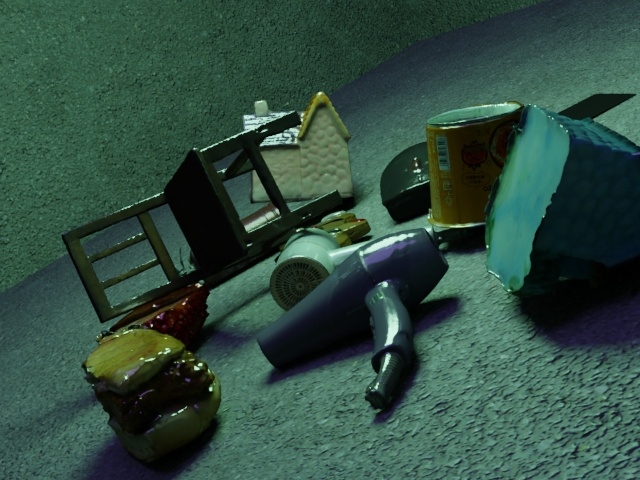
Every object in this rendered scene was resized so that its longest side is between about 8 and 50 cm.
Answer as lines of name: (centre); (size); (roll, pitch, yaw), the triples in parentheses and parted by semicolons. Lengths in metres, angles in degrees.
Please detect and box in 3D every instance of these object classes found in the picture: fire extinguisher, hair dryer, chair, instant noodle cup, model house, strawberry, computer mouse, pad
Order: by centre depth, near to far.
model house: (0.364, -0.035, 1.386); (0.241, 0.226, 0.261); (11, 17, -7)
hair dryer: (0.049, 0.131, 1.456); (0.301, 0.121, 0.361); (-32, 18, 9)
instant noodle cup: (0.268, -0.128, 1.750); (0.215, 0.172, 0.216); (-11, 13, 3)
hair dryer: (0.098, 0.021, 1.794); (0.357, 0.108, 0.173); (-13, 17, 12)
chair: (-0.211, -0.039, 1.864); (0.416, 0.203, 0.240); (-25, -4, -29)
strawberry: (-0.283, 0.159, 1.906); (0.174, 0.098, 0.228); (-17, 13, 28)
computer mouse: (0.202, -0.137, 2.115); (0.170, 0.100, 0.269); (-25, 14, 12)
pad: (0.498, -0.243, 2.173); (0.265, 0.009, 0.159); (-27, 14, -11)
fire extinguisher: (-0.192, 0.016, 2.238); (0.269, 0.105, 0.105); (-29, 15, -13)
model house: (-0.050, -0.206, 2.366); (0.237, 0.237, 0.202); (-4, 6, 1)

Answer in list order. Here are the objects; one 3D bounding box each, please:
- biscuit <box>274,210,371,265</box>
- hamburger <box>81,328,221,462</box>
biscuit: (0.000, 0.000, 2.053); (0.197, 0.049, 0.301); (-27, 11, 4)
hamburger: (-0.246, 0.211, 1.539); (0.245, 0.155, 0.282); (-16, 13, 23)
